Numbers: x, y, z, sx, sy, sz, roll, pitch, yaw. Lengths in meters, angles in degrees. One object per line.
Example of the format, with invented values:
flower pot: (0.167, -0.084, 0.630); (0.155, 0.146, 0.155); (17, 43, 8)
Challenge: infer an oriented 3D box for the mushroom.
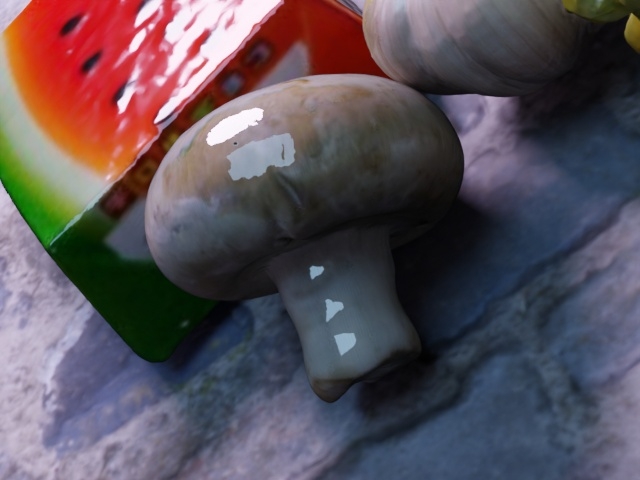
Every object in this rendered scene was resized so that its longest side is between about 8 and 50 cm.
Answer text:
mushroom: (0.000, 0.000, 1.220); (0.243, 0.243, 0.243); (-23, 51, 31)

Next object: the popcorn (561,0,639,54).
popcorn: (0.265, -0.202, 1.044); (0.225, 0.276, 0.276); (-55, 40, 19)

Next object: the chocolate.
chocolate: (-0.138, -0.133, 1.456); (0.341, 0.161, 0.360); (-46, 42, 4)

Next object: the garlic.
garlic: (0.139, -0.197, 1.235); (0.228, 0.152, 0.228); (-38, 19, 15)
